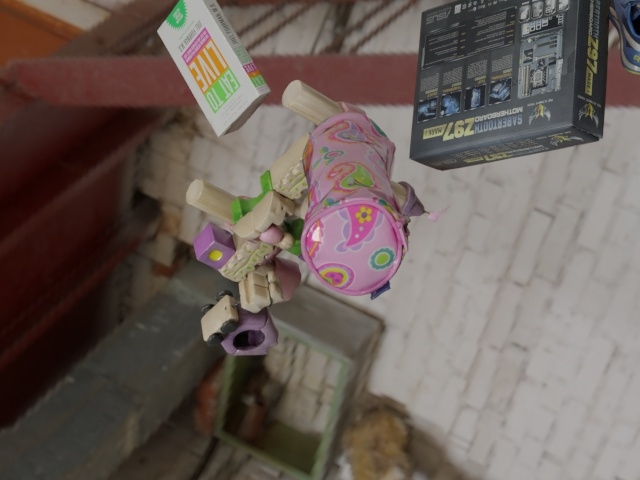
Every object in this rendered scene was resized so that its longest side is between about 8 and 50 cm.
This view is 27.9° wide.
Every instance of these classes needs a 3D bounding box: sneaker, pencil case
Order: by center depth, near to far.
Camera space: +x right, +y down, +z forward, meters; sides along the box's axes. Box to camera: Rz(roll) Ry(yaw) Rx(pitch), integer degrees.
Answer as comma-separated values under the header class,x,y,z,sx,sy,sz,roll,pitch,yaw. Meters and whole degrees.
class,x,y,z,sx,sy,sz,roll,pitch,yaw
sneaker,0.356,-0.258,1.453,0.059,0.053,0.144,94,166,-60
pencil case,0.038,-0.046,1.473,0.284,0.124,0.124,-93,19,-65

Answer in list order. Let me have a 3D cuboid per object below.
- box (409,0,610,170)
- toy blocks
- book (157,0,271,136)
class,x,y,z,sx,sy,sz,roll,pitch,yaw
box,0.203,-0.183,1.405,0.059,0.232,0.184,18,-108,-39
toy blocks,0.000,0.000,1.805,0.288,0.260,0.309,-42,40,27
book,-0.117,-0.201,1.431,0.035,0.144,0.096,-26,-9,-38
